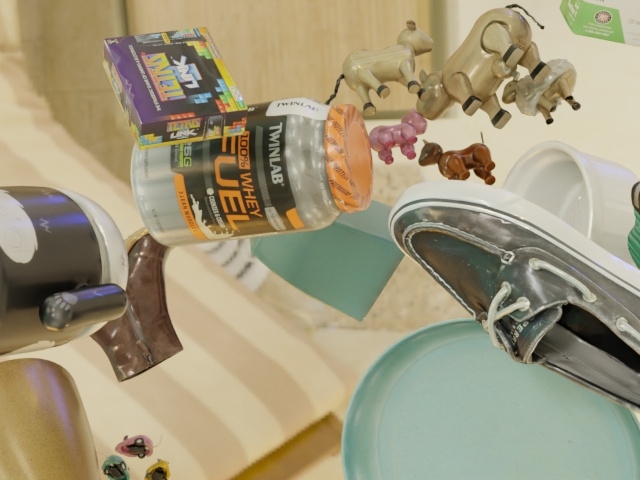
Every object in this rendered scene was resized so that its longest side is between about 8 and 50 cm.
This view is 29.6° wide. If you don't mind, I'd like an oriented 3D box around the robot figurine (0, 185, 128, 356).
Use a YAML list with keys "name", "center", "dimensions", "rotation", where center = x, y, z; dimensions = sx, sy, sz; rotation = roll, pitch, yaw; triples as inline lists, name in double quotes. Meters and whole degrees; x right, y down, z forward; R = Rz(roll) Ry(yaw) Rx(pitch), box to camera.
- name: "robot figurine"
  center: [-0.319, 0.034, 1.206]
  dimensions: [0.278, 0.173, 0.209]
  rotation: [-6, 60, -58]

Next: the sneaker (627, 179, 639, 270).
- name: "sneaker"
  center: [0.490, -0.020, 1.685]
  dimensions: [0.083, 0.098, 0.223]
  rotation: [59, -7, 32]

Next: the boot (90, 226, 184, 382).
- name: "boot"
  center: [-0.277, 0.093, 2.000]
  dimensions: [0.207, 0.248, 0.090]
  rotation: [57, -9, 8]

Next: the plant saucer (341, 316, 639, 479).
- name: "plant saucer"
  center: [0.173, 0.224, 1.194]
  dimensions: [0.044, 0.318, 0.317]
  rotation: [-27, 116, -63]

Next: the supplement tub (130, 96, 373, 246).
- name: "supplement tub"
  center: [-0.094, -0.100, 1.737]
  dimensions: [0.193, 0.316, 0.193]
  rotation: [-7, 90, -72]

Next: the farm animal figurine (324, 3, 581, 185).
- name: "farm animal figurine"
  center: [0.204, -0.250, 1.887]
  dimensions: [0.330, 0.327, 0.172]
  rotation: [40, 17, -45]

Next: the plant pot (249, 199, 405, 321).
- name: "plant pot"
  center: [0.000, 0.000, 2.122]
  dimensions: [0.165, 0.234, 0.165]
  rotation: [-59, -159, 24]

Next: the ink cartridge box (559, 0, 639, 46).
- name: "ink cartridge box"
  center: [0.448, -0.388, 1.675]
  dimensions: [0.092, 0.160, 0.219]
  rotation: [-93, -165, -55]

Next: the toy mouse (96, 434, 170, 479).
- name: "toy mouse"
  center: [-0.314, 0.359, 2.001]
  dimensions: [0.031, 0.143, 0.161]
  rotation: [-85, -164, -52]

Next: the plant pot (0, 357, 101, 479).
- name: "plant pot"
  center: [-0.418, 0.341, 1.768]
  dimensions: [0.237, 0.254, 0.237]
  rotation: [-22, 136, -23]

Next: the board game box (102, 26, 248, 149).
- name: "board game box"
  center: [-0.187, -0.198, 1.542]
  dimensions: [0.048, 0.141, 0.170]
  rotation: [105, -33, -45]

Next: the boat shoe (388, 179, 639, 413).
- name: "boat shoe"
  center: [0.180, 0.054, 1.000]
  dimensions: [0.102, 0.301, 0.108]
  rotation: [-50, 165, -43]

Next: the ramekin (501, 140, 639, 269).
- name: "ramekin"
  center: [0.392, -0.008, 1.889]
  dimensions: [0.135, 0.277, 0.277]
  rotation: [9, 80, -24]
